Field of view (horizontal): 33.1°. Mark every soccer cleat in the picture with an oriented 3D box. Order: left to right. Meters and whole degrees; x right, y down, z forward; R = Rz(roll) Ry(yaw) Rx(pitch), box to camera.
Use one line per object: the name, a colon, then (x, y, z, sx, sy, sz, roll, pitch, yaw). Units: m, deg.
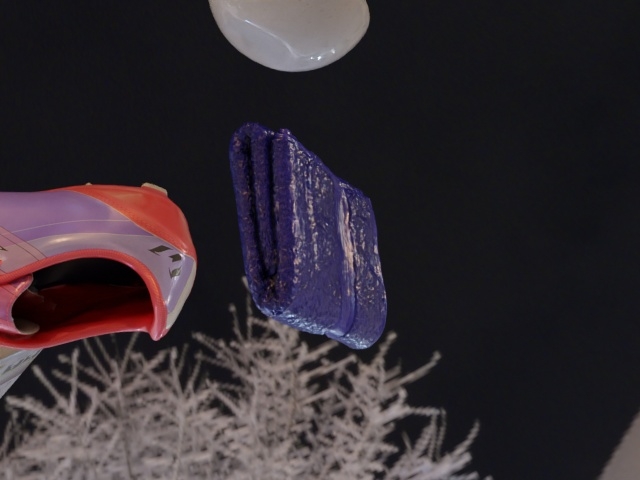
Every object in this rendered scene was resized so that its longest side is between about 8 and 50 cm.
soccer cleat: (-0.187, 0.016, 0.547, 0.248, 0.095, 0.083, -2, -58, -3)

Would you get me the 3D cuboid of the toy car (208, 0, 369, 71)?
toy car: (-0.016, -0.176, 0.447, 0.136, 0.182, 0.159, 26, -108, 5)

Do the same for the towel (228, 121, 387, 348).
towel: (0.000, 0.000, 1.271, 0.076, 0.228, 0.308, -16, -17, 19)

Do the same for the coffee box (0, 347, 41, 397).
coffee box: (-0.448, 0.135, 1.330, 0.246, 0.141, 0.098, -45, -9, 38)
